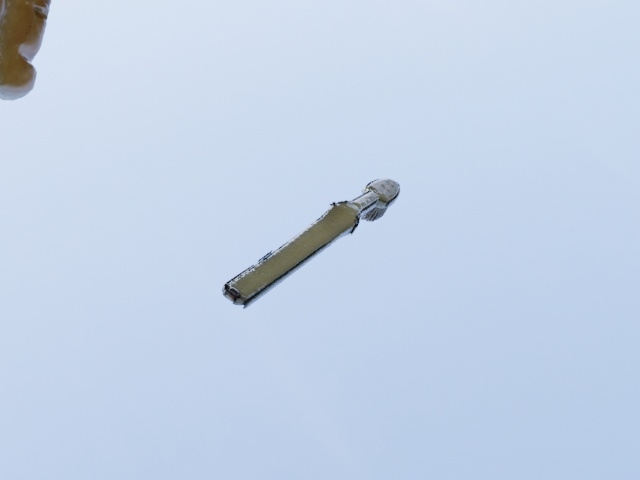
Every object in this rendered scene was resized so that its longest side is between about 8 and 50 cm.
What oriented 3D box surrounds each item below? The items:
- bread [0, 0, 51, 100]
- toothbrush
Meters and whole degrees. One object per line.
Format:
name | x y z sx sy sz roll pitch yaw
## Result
bread | -0.319 -0.253 1.004 0.111 0.239 0.246 2 -99 34
toothbrush | 0.002 -0.005 0.872 0.026 0.028 0.294 32 -158 11
